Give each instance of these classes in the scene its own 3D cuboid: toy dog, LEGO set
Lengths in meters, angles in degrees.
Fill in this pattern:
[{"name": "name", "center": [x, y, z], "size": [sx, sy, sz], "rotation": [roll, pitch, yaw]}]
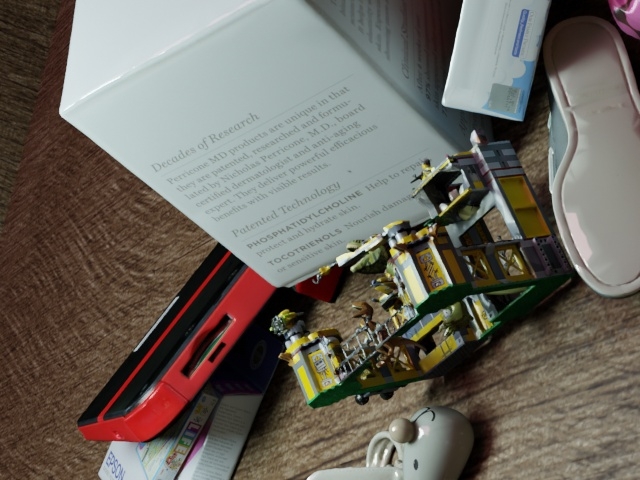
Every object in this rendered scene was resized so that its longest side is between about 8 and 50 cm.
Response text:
[{"name": "toy dog", "center": [0.028, 0.324, 1.646], "size": [0.220, 0.161, 0.334], "rotation": [-15, 58, 60]}, {"name": "LEGO set", "center": [0.088, 0.020, 1.651], "size": [0.192, 0.254, 0.331], "rotation": [67, 148, 20]}]

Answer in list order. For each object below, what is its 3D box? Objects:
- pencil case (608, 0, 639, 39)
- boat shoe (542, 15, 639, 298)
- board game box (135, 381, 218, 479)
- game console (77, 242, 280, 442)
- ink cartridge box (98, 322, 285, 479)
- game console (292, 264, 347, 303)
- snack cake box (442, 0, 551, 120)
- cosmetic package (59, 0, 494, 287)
[{"name": "pencil case", "center": [0.366, -0.285, 1.534], "size": [0.209, 0.095, 0.098], "rotation": [-38, 74, 44]}, {"name": "boat shoe", "center": [0.282, -0.072, 1.567], "size": [0.099, 0.116, 0.320], "rotation": [70, -167, -58]}, {"name": "board game box", "center": [-0.197, 0.251, 2.152], "size": [0.154, 0.026, 0.103], "rotation": [-60, 27, 13]}, {"name": "game console", "center": [-0.168, 0.117, 2.161], "size": [0.386, 0.060, 0.342], "rotation": [-52, 11, -21]}, {"name": "ink cartridge box", "center": [-0.193, 0.249, 2.254], "size": [0.324, 0.071, 0.330], "rotation": [28, 97, 65]}, {"name": "game console", "center": [0.000, 0.000, 2.049], "size": [0.085, 0.124, 0.144], "rotation": [21, 90, 38]}, {"name": "snack cake box", "center": [0.195, -0.238, 1.683], "size": [0.264, 0.089, 0.152], "rotation": [-67, -13, -68]}, {"name": "cosmetic package", "center": [-0.040, -0.219, 1.841], "size": [0.327, 0.393, 0.329], "rotation": [-26, 44, 28]}]
